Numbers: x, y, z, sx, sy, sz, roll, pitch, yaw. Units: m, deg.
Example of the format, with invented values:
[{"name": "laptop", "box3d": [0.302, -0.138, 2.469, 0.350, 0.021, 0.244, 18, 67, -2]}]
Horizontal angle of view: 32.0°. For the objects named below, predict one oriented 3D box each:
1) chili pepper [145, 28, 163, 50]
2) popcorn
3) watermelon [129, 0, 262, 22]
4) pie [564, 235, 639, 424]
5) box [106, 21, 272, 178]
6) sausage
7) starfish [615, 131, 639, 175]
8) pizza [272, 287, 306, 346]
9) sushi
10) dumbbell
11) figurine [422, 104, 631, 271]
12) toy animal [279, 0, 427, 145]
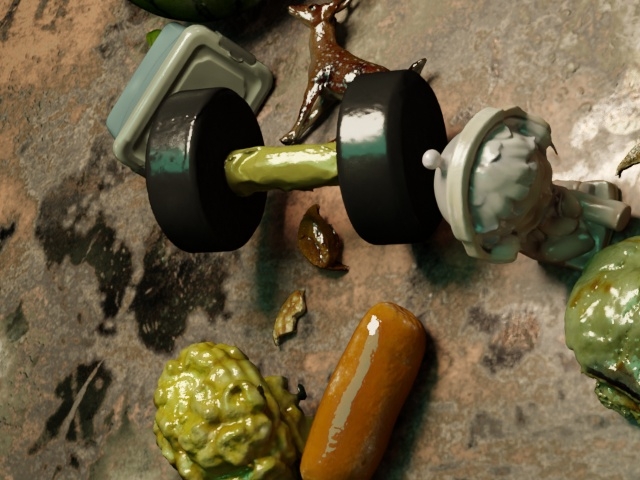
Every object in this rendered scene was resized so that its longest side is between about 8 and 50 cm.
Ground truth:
[{"name": "chili pepper", "box3d": [-0.260, -0.228, 1.718, 0.052, 0.050, 0.201, -7, 69, 54]}, {"name": "popcorn", "box3d": [-0.104, 0.221, 1.338, 0.169, 0.189, 0.218, -43, 45, 10]}, {"name": "watermelon", "box3d": [-0.145, -0.436, 1.613, 0.331, 0.189, 0.330, -9, 59, 15]}, {"name": "pie", "box3d": [0.347, 0.092, 1.077, 0.248, 0.090, 0.201, 18, 85, 42]}, {"name": "box", "box3d": [-0.191, -0.190, 1.580, 0.227, 0.162, 0.130, -57, 38, 6]}, {"name": "sausage", "box3d": [0.049, 0.186, 1.276, 0.098, 0.098, 0.238, 21, 86, 42]}, {"name": "starfish", "box3d": [0.353, -0.100, 1.198, 0.092, 0.016, 0.086, -33, 53, 28]}, {"name": "pizza", "box3d": [-0.040, 0.099, 1.438, 0.037, 0.016, 0.083, 20, 83, 43]}, {"name": "sushi", "box3d": [0.000, 0.000, 1.425, 0.050, 0.047, 0.099, -29, 73, 41]}, {"name": "dumbbell", "box3d": [-0.025, -0.091, 1.329, 0.323, 0.204, 0.203, -2, 71, 23]}, {"name": "figurine", "box3d": [0.206, -0.048, 1.155, 0.141, 0.237, 0.162, 10, 77, 48]}, {"name": "toy animal", "box3d": [0.031, -0.231, 1.479, 0.243, 0.087, 0.260, 30, 92, 29]}]
